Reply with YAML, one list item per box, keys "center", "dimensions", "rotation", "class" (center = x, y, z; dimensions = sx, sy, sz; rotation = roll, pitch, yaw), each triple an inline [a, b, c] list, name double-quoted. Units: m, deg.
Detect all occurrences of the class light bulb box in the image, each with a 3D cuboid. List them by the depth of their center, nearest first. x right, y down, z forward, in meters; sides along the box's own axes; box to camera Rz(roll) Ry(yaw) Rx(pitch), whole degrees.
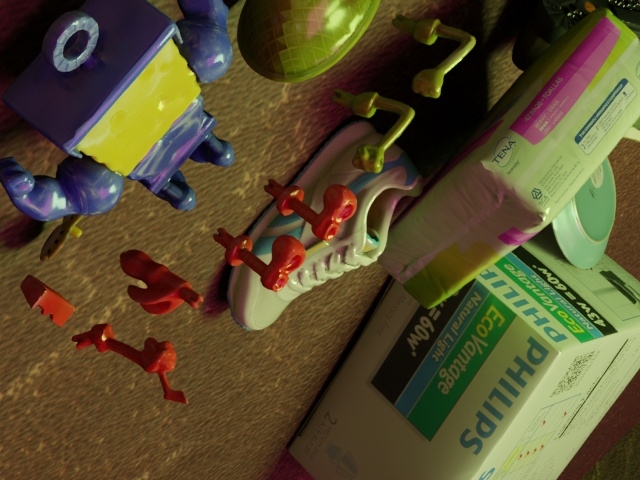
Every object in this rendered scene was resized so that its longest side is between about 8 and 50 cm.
- center: [0.209, 0.178, 1.595]
  dimensions: [0.361, 0.225, 0.358]
  rotation: [-5, 131, -54]
  class: "light bulb box"

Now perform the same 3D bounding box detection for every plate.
- center: [0.330, -0.059, 1.562]
  dimensions: [0.188, 0.024, 0.188]
  rotation: [8, 80, -52]
  class: "plate"

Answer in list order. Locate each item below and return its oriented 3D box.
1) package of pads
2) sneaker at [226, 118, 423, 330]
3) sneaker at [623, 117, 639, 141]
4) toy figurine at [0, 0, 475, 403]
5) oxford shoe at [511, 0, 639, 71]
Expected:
- center: [0.186, -0.075, 1.225]
  dimensions: [0.229, 0.101, 0.296]
  rotation: [-48, -179, -25]
  class: "package of pads"
- center: [0.000, 0.000, 1.183]
  dimensions: [0.229, 0.092, 0.087]
  rotation: [-52, 156, 10]
  class: "sneaker"
- center: [0.422, -0.176, 1.626]
  dimensions: [0.192, 0.064, 0.086]
  rotation: [0, 131, -53]
  class: "sneaker"
- center: [-0.087, -0.095, 0.825]
  dimensions: [0.362, 0.191, 0.217]
  rotation: [-48, 149, -3]
  class: "toy figurine"
- center: [0.274, -0.223, 1.341]
  dimensions: [0.227, 0.083, 0.096]
  rotation: [-16, 154, -44]
  class: "oxford shoe"
